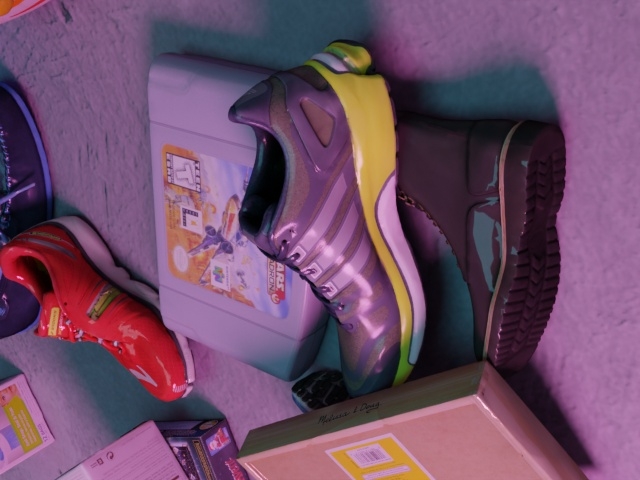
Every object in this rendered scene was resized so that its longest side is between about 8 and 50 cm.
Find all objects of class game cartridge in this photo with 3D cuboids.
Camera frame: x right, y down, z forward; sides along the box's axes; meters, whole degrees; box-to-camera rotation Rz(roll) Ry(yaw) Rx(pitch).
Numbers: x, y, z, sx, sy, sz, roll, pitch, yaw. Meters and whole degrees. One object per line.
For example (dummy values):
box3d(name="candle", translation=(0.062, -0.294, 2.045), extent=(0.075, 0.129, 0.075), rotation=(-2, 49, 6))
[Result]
box3d(name="game cartridge", translation=(-0.075, -0.017, 0.794), extent=(0.198, 0.062, 0.297), rotation=(20, 120, 36))

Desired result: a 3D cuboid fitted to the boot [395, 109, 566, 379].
box3d(name="boot", translation=(0.111, -0.003, 0.649), extent=(0.137, 0.077, 0.198), rotation=(19, 111, 40))

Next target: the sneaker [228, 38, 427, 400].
box3d(name="sneaker", translation=(0.000, 0.000, 0.670), extent=(0.111, 0.121, 0.300), rotation=(25, 130, 63))

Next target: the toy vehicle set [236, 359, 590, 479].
box3d(name="toy vehicle set", translation=(0.073, 0.199, 0.704), extent=(0.267, 0.035, 0.166), rotation=(-25, 114, 38))

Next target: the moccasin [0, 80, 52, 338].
box3d(name="moccasin", translation=(-0.399, -0.016, 1.006), extent=(0.137, 0.117, 0.342), rotation=(19, 119, 31))

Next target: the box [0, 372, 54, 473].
box3d(name="box", translation=(-0.496, 0.284, 1.153), extent=(0.103, 0.203, 0.114), rotation=(-20, 96, 42))

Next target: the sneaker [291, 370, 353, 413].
box3d(name="sneaker", translation=(0.033, 0.189, 0.789), extent=(0.162, 0.063, 0.073), rotation=(35, 130, 22))

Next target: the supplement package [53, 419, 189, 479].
box3d(name="supplement package", translation=(-0.204, 0.314, 0.939), extent=(0.105, 0.105, 0.179), rotation=(-36, 84, 41))

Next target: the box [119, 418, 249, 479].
box3d(name="box", translation=(-0.138, 0.328, 0.994), extent=(0.159, 0.044, 0.233), rotation=(-12, 101, 41))

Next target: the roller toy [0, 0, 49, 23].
box3d(name="roller toy", translation=(-0.336, -0.281, 0.793), extent=(0.209, 0.191, 0.146), rotation=(-18, 98, 41))

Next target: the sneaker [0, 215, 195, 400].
box3d(name="sneaker", translation=(-0.258, 0.091, 0.939), extent=(0.279, 0.118, 0.107), rotation=(40, 129, 18))
